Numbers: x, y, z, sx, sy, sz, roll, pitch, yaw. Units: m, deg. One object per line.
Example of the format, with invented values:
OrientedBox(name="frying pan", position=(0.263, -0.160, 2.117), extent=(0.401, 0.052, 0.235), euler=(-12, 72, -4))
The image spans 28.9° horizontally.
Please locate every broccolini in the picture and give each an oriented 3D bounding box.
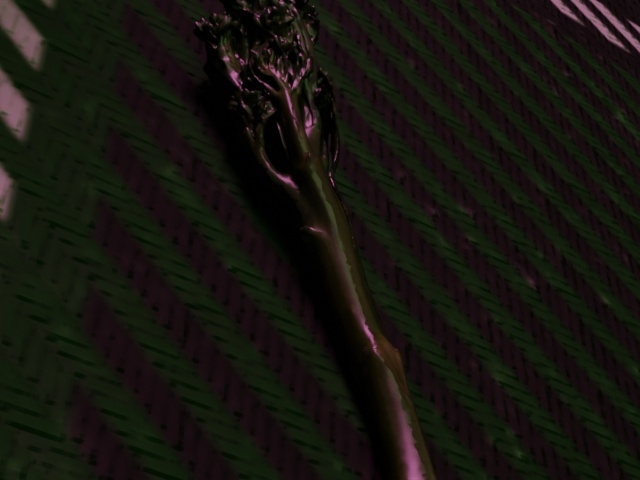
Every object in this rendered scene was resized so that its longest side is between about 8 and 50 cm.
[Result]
OrientedBox(name="broccolini", position=(0.000, 0.000, 0.457), extent=(0.054, 0.051, 0.239), euler=(14, 48, -43))
